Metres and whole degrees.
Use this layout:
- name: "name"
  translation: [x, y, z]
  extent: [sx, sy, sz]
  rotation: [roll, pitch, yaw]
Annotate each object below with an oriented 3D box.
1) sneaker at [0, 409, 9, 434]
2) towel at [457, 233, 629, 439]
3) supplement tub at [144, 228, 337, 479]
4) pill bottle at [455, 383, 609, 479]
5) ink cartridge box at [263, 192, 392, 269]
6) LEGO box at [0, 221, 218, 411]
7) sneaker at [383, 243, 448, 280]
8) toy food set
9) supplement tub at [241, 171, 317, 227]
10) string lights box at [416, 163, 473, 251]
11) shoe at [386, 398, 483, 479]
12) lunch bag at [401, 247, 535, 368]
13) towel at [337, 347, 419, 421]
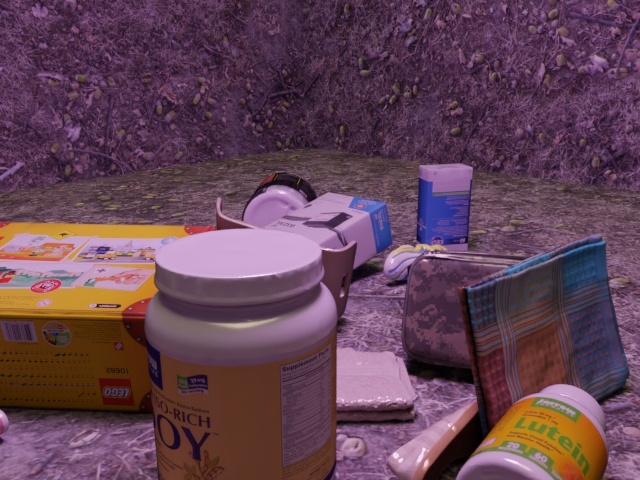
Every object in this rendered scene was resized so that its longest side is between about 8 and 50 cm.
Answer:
- name: "sneaker"
  translation: [-0.539, 0.283, 0.954]
  extent: [0.134, 0.051, 0.070]
  rotation: [1, 18, 18]
- name: "towel"
  translation: [0.361, 0.154, 0.988]
  extent: [0.370, 0.272, 0.040]
  rotation: [-14, 4, -38]
- name: "supplement tub"
  translation: [-0.098, 0.170, 0.821]
  extent: [0.240, 0.332, 0.241]
  rotation: [-1, 16, 0]
- name: "pill bottle"
  translation: [0.277, 0.275, 0.796]
  extent: [0.136, 0.137, 0.245]
  rotation: [11, 20, 34]
- name: "ink cartridge box"
  translation: [0.000, 0.000, 1.646]
  extent: [0.223, 0.129, 0.307]
  rotation: [15, 36, 44]
- name: "LEGO box"
  translation: [-0.468, 0.121, 1.180]
  extent: [0.499, 0.193, 0.372]
  rotation: [1, 24, 5]
- name: "sneaker"
  translation: [0.274, 0.060, 1.618]
  extent: [0.240, 0.091, 0.126]
  rotation: [-14, 21, -40]
- name: "toy food set"
  translation: [-0.082, 0.041, 1.346]
  extent: [0.306, 0.220, 0.092]
  rotation: [17, 43, 9]
- name: "supplement tub"
  translation: [-0.115, -0.092, 1.945]
  extent: [0.207, 0.207, 0.338]
  rotation: [1, 17, 4]
- name: "string lights box"
  translation: [0.347, -0.081, 1.794]
  extent: [0.133, 0.260, 0.077]
  rotation: [-4, 17, -14]
- name: "shoe"
  translation: [0.176, 0.278, 0.901]
  extent: [0.058, 0.077, 0.219]
  rotation: [18, 26, 38]
- name: "lunch bag"
  translation: [0.307, 0.126, 1.218]
  extent: [0.305, 0.213, 0.256]
  rotation: [4, 0, 14]
- name: "towel"
  translation: [0.014, 0.243, 1.077]
  extent: [0.282, 0.049, 0.187]
  rotation: [-2, 16, -3]
